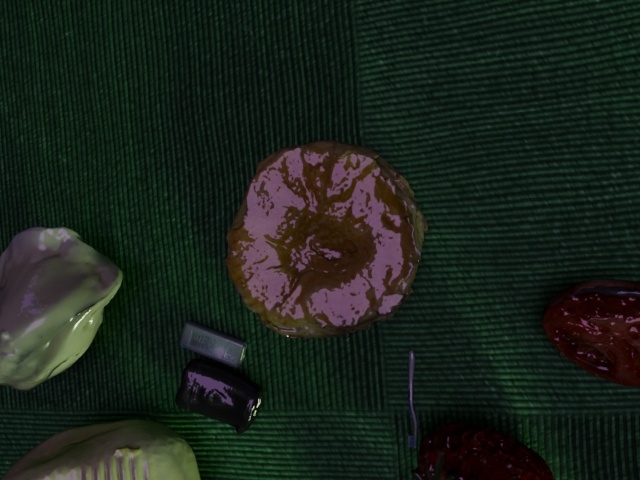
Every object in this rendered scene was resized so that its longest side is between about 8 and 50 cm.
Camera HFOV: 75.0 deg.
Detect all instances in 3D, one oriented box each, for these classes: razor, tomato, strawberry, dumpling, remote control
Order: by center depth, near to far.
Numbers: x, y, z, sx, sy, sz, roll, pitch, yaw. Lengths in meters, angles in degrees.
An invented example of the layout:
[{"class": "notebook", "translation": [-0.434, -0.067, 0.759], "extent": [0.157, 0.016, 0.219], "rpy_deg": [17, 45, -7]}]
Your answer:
[{"class": "tomato", "translation": [0.413, 0.107, 0.579], "extent": [0.174, 0.082, 0.166], "rpy_deg": [30, 131, 11]}, {"class": "strawberry", "translation": [0.244, 0.350, 0.595], "extent": [0.202, 0.187, 0.184], "rpy_deg": [-5, 66, -15]}, {"class": "dumpling", "translation": [-0.504, 0.121, 0.722], "extent": [0.318, 0.187, 0.243], "rpy_deg": [-42, 87, 13]}, {"class": "razor", "translation": [-0.174, 0.268, 0.728], "extent": [0.148, 0.054, 0.090], "rpy_deg": [18, 96, 9]}, {"class": "remote control", "translation": [-0.193, 0.186, 0.748], "extent": [0.125, 0.018, 0.053], "rpy_deg": [17, 94, 10]}]

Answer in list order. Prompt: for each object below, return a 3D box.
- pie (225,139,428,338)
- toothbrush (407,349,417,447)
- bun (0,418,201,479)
[{"class": "pie", "translation": [0.000, 0.000, 0.669], "extent": [0.340, 0.083, 0.339], "rpy_deg": [0, 91, 14]}, {"class": "toothbrush", "translation": [0.152, 0.260, 0.684], "extent": [0.017, 0.014, 0.162], "rpy_deg": [1, 92, -7]}, {"class": "bun", "translation": [-0.356, 0.472, 0.696], "extent": [0.361, 0.213, 0.360], "rpy_deg": [2, 81, -14]}]
